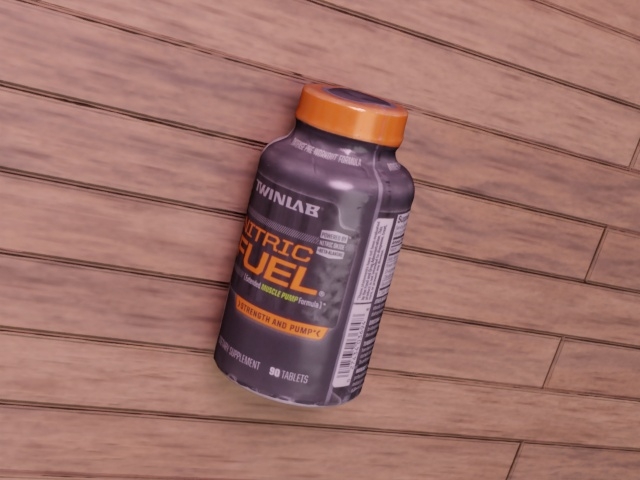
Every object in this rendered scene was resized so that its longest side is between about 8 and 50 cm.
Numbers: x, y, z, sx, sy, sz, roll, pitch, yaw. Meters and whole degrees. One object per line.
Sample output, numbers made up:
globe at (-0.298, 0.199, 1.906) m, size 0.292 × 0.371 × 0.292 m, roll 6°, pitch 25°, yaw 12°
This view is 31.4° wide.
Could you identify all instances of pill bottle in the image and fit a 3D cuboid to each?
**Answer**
pill bottle at (0.000, 0.000, 0.926) m, size 0.130 × 0.130 × 0.246 m, roll 5°, pitch 107°, yaw -32°
